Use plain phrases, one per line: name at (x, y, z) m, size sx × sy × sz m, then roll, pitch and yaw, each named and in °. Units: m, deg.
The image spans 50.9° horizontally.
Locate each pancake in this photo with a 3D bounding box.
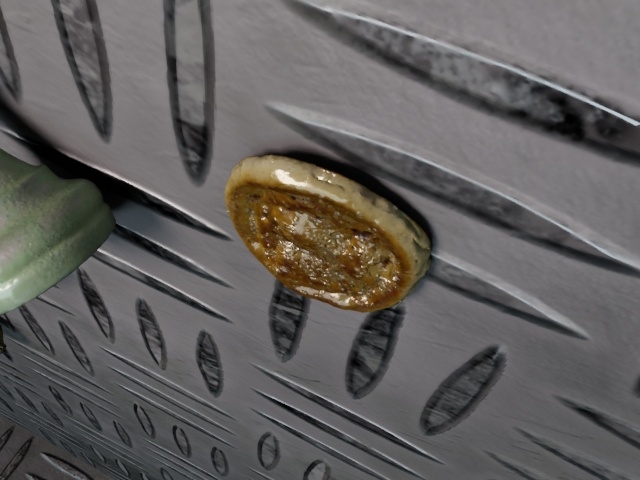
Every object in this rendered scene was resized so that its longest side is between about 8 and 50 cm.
pancake at (0.000, 0.000, 0.451) m, size 0.158 × 0.028 × 0.158 m, roll 21°, pitch 151°, yaw 13°

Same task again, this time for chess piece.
chess piece at (-0.289, -0.080, 0.508) m, size 0.139 × 0.139 × 0.271 m, roll -8°, pitch 122°, yaw 47°

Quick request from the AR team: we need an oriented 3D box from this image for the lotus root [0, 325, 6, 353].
lotus root at (-0.599, 0.135, 1.117) m, size 0.179 × 0.080 × 0.089 m, roll 35°, pitch 163°, yaw 1°
